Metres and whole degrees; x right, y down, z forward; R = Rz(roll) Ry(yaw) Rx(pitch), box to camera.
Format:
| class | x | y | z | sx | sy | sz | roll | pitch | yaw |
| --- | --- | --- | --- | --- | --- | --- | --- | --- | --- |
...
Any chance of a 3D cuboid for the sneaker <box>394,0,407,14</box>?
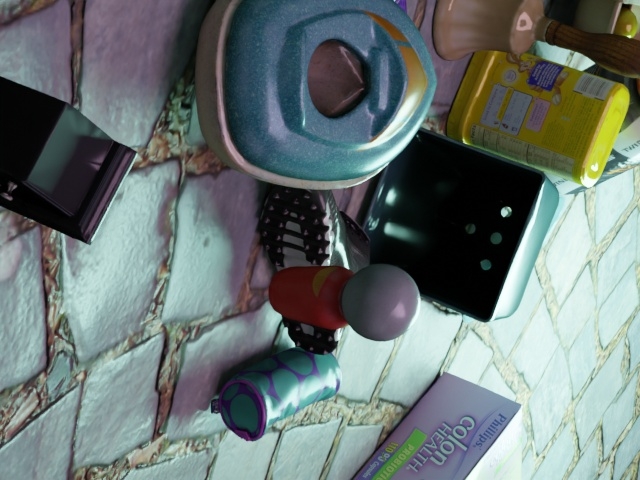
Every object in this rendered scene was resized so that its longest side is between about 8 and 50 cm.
| class | x | y | z | sx | sy | sz | roll | pitch | yaw |
| --- | --- | --- | --- | --- | --- | --- | --- | --- | --- |
| sneaker | 0.056 | -0.259 | 1.552 | 0.095 | 0.104 | 0.236 | -53 | 150 | -28 |

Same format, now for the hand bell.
| class | x | y | z | sx | sy | sz | roll | pitch | yaw |
| --- | --- | --- | --- | --- | --- | --- | --- | --- | --- |
| hand bell | 0.252 | -0.214 | 1.783 | 0.126 | 0.242 | 0.126 | -40 | 141 | -42 |

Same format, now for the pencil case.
| class | x | y | z | sx | sy | sz | roll | pitch | yaw |
| --- | --- | --- | --- | --- | --- | --- | --- | --- | --- |
| pencil case | -0.040 | 0.150 | 1.720 | 0.152 | 0.064 | 0.070 | -22 | 128 | -55 |

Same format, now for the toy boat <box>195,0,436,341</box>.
| class | x | y | z | sx | sy | sz | roll | pitch | yaw |
| --- | --- | --- | --- | --- | --- | --- | --- | --- | --- |
| toy boat | 0.018 | -0.074 | 1.483 | 0.267 | 0.148 | 0.318 | -11 | 101 | -46 |

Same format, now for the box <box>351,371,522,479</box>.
| class | x | y | z | sx | sy | sz | roll | pitch | yaw |
| --- | --- | --- | --- | --- | --- | --- | --- | --- | --- |
| box | 0.148 | 0.330 | 2.133 | 0.213 | 0.117 | 0.243 | -46 | 146 | -36 |

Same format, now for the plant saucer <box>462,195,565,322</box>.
| class | x | y | z | sx | sy | sz | roll | pitch | yaw |
| --- | --- | --- | --- | --- | --- | --- | --- | --- | --- |
| plant saucer | 0.222 | 0.013 | 2.082 | 0.195 | 0.037 | 0.195 | -46 | 165 | -17 |

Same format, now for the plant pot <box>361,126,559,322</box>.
| class | x | y | z | sx | sy | sz | roll | pitch | yaw |
| --- | --- | --- | --- | --- | --- | --- | --- | --- | --- |
| plant pot | 0.166 | -0.013 | 1.876 | 0.165 | 0.165 | 0.234 | -70 | 161 | 3 |

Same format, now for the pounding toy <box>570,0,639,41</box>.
| class | x | y | z | sx | sy | sz | roll | pitch | yaw |
| --- | --- | --- | --- | --- | --- | --- | --- | --- | --- |
| pounding toy | 0.380 | -0.230 | 2.097 | 0.269 | 0.154 | 0.155 | -6 | 114 | -59 |

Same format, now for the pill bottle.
| class | x | y | z | sx | sy | sz | roll | pitch | yaw |
| --- | --- | --- | --- | --- | --- | --- | --- | --- | --- |
| pill bottle | 0.343 | -0.145 | 1.984 | 0.130 | 0.130 | 0.246 | -51 | -168 | -29 |

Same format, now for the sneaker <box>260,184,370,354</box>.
| class | x | y | z | sx | sy | sz | roll | pitch | yaw |
| --- | --- | --- | --- | --- | --- | --- | --- | --- | --- |
| sneaker | 0.000 | 0.000 | 1.679 | 0.106 | 0.078 | 0.234 | -55 | 151 | -36 |

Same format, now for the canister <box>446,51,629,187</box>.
| class | x | y | z | sx | sy | sz | roll | pitch | yaw |
| --- | --- | --- | --- | --- | --- | --- | --- | --- | --- |
| canister | 0.241 | -0.140 | 1.895 | 0.073 | 0.170 | 0.126 | 22 | 91 | -62 |

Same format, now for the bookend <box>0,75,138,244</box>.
| class | x | y | z | sx | sy | sz | roll | pitch | yaw |
| --- | --- | --- | --- | --- | --- | --- | --- | --- | --- |
| bookend | -0.228 | -0.078 | 1.118 | 0.072 | 0.157 | 0.156 | -64 | 153 | -9 |
